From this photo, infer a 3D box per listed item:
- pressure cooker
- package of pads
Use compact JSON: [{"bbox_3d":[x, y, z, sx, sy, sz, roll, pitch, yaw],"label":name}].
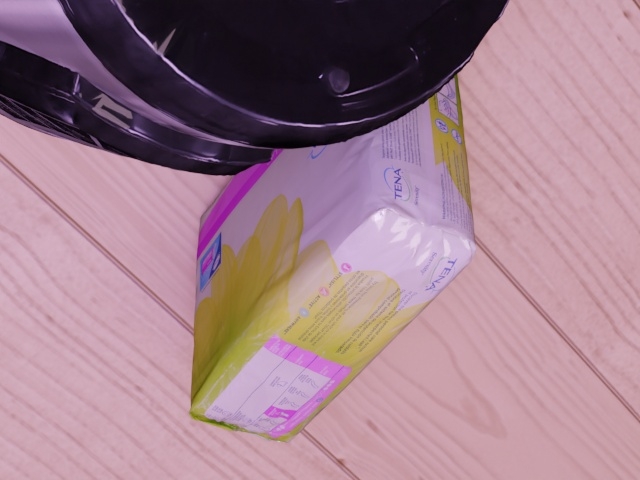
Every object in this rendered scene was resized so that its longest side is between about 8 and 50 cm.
[{"bbox_3d":[-0.105,-0.248,1.007,0.375,0.420,0.370,-32,115,-27],"label":"pressure cooker"},{"bbox_3d":[0.000,0.000,1.202,0.101,0.229,0.296,21,132,-23],"label":"package of pads"}]
